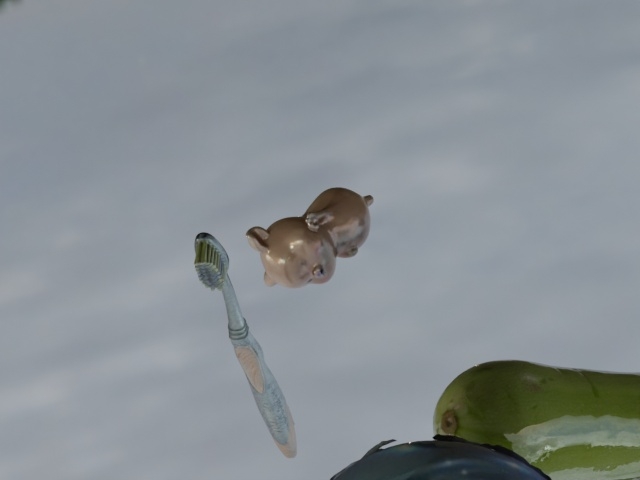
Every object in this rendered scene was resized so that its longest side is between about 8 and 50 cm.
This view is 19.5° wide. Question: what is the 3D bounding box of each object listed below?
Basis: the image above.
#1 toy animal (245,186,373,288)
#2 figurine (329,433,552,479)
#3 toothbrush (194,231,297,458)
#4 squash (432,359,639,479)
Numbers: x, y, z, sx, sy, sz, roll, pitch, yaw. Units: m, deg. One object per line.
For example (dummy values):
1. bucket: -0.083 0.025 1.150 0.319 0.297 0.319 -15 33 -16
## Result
1. toy animal: -0.004 -0.002 1.845 0.150 0.083 0.089 -28 -159 -28
2. figurine: 0.054 0.242 0.845 0.248 0.277 0.388 18 -171 11
3. toothbrush: -0.066 0.109 1.746 0.028 0.375 0.037 -4 -126 11
4. squash: 0.176 0.115 1.171 0.250 0.083 0.083 2 -177 -32
